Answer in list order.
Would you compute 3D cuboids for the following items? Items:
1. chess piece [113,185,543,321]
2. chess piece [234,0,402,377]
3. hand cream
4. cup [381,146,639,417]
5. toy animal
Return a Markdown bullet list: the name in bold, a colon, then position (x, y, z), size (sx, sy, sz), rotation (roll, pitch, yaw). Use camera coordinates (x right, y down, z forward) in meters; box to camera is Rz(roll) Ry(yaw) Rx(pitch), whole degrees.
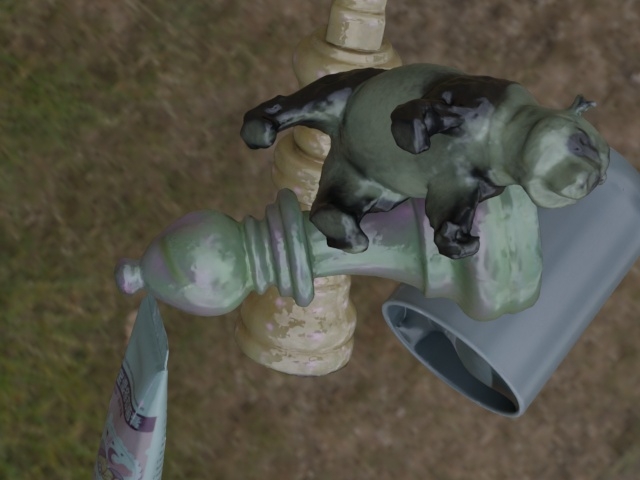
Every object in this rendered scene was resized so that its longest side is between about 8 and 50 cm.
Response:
- **chess piece**: position (0.000, 0.000, 1.181), size (0.271, 0.139, 0.139), rotation (-9, 127, -2)
- **chess piece**: position (0.009, -0.068, 1.666), size (0.117, 0.117, 0.397), rotation (-7, 124, -31)
- **hand cream**: position (-0.150, 0.184, 1.438), size (0.058, 0.085, 0.331), rotation (5, 127, -18)
- **cup**: position (0.244, 0.029, 2.129), size (0.312, 0.205, 0.205), rotation (-50, 135, -15)
- **toy animal**: position (0.067, -0.052, 1.047), size (0.121, 0.225, 0.094), rotation (-28, 110, -34)
